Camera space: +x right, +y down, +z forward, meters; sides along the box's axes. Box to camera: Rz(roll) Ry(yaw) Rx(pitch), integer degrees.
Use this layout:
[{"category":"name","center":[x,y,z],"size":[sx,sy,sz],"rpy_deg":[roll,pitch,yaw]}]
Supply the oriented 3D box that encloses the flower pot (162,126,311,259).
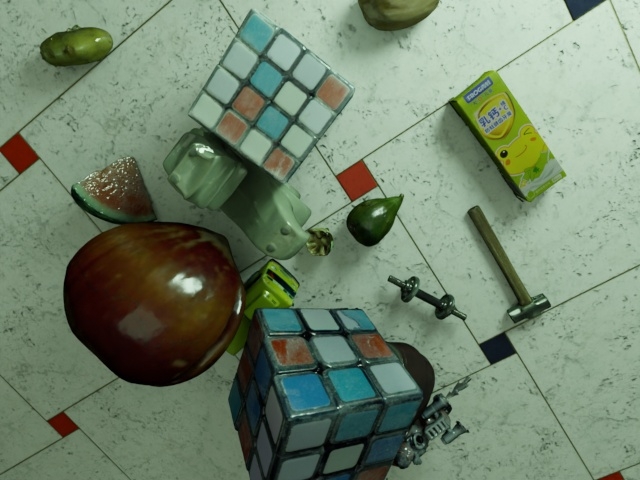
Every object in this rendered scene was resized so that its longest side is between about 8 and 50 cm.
[{"category":"flower pot","center":[-0.184,-0.117,0.990],"size":[0.368,0.254,0.164],"rpy_deg":[38,106,-10]}]

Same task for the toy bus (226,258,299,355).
[{"category":"toy bus","center":[-0.191,0.189,1.143],"size":[0.262,0.150,0.128],"rpy_deg":[-42,102,15]}]

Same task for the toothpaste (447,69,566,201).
[{"category":"toothpaste","center":[0.460,-0.250,0.992],"size":[0.110,0.077,0.327],"rpy_deg":[-38,102,15]}]

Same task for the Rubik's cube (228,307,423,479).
[{"category":"Rubik's cube","center":[-0.010,0.405,1.031],"size":[0.363,0.359,0.362],"rpy_deg":[5,119,-29]}]

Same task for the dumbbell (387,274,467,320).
[{"category":"dumbbell","center":[0.302,0.163,1.138],"size":[0.254,0.081,0.081],"rpy_deg":[28,108,-6]}]

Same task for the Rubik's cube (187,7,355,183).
[{"category":"Rubik's cube","center":[-0.096,-0.313,0.916],"size":[0.253,0.256,0.259],"rpy_deg":[39,106,-9]}]

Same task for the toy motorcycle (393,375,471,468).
[{"category":"toy motorcycle","center":[0.318,0.559,1.207],"size":[0.401,0.207,0.134],"rpy_deg":[-40,77,14]}]

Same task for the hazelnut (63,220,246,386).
[{"category":"hazelnut","center":[-0.403,0.129,0.972],"size":[0.402,0.429,0.402],"rpy_deg":[-22,128,-30]}]

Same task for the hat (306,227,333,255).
[{"category":"hat","center":[0.001,0.000,1.117],"size":[0.076,0.059,0.077],"rpy_deg":[-1,103,21]}]

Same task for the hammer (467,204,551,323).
[{"category":"hammer","center":[0.504,0.063,1.116],"size":[0.111,0.043,0.365],"rpy_deg":[-31,101,14]}]

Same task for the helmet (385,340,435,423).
[{"category":"helmet","center":[0.214,0.429,1.172],"size":[0.177,0.225,0.305],"rpy_deg":[4,117,-30]}]

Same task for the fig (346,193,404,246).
[{"category":"fig","center":[0.154,-0.067,1.067],"size":[0.177,0.117,0.117],"rpy_deg":[-37,102,3]}]

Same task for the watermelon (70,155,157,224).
[{"category":"watermelon","center":[-0.541,-0.115,1.089],"size":[0.207,0.136,0.202],"rpy_deg":[17,115,-17]}]

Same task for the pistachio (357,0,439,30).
[{"category":"pistachio","center":[0.177,-0.537,0.909],"size":[0.186,0.126,0.108],"rpy_deg":[1,151,0]}]

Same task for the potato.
[{"category":"potato","center":[-0.601,-0.472,0.984],"size":[0.188,0.105,0.085],"rpy_deg":[-2,126,18]}]
